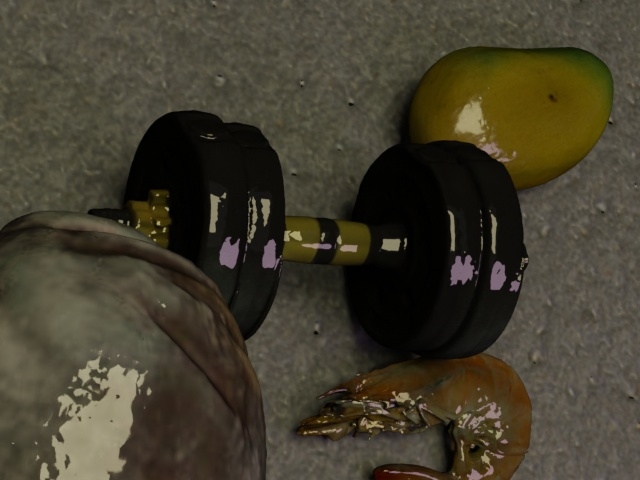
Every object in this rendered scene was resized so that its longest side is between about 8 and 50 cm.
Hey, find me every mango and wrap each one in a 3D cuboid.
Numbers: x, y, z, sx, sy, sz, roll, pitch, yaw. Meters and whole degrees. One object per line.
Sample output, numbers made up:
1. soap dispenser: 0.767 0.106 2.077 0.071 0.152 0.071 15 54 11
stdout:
1. mango: 0.185 -0.114 1.425 0.237 0.091 0.137 -5 80 -30

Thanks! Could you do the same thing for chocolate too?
1. chocolate: -0.171 0.089 1.016 0.303 0.303 0.213 8 80 -26

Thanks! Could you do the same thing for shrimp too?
1. shrimp: 0.086 0.163 1.303 0.236 0.053 0.133 -3 93 -33

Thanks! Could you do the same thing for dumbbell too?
1. dumbbell: 0.000 0.000 1.227 0.388 0.185 0.185 4 70 -28
